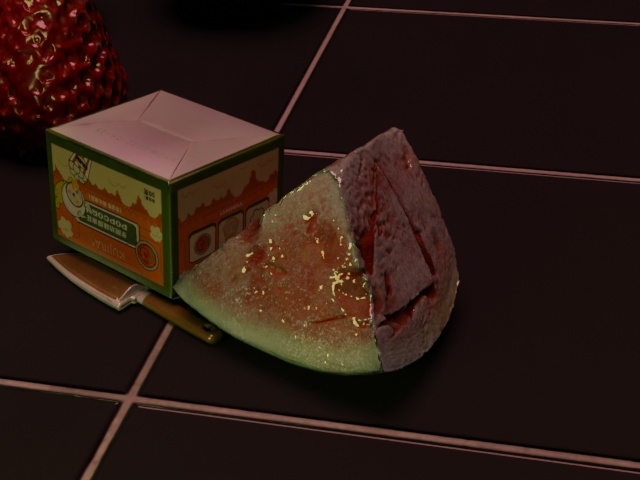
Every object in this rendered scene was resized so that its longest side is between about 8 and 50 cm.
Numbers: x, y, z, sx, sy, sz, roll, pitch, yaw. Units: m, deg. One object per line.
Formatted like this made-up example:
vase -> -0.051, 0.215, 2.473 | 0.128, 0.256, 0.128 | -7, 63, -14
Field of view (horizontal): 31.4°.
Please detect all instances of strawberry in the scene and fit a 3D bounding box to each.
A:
strawberry -> -0.351, -0.242, 1.465 | 0.205, 0.244, 0.205 | 0, 31, 0

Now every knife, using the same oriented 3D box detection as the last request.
knife -> -0.202, 0.056, 1.202 | 0.256, 0.022, 0.046 | 24, 45, 34

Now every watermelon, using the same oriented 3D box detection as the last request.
watermelon -> 0.000, 0.000, 1.116 | 0.262, 0.201, 0.213 | 13, 28, 29

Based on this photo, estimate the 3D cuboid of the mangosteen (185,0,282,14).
mangosteen -> -0.138, -0.529, 1.804 | 0.306, 0.359, 0.306 | 0, 65, 0

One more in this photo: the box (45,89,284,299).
box -> -0.168, -0.054, 1.249 | 0.195, 0.148, 0.177 | 23, 35, 32
